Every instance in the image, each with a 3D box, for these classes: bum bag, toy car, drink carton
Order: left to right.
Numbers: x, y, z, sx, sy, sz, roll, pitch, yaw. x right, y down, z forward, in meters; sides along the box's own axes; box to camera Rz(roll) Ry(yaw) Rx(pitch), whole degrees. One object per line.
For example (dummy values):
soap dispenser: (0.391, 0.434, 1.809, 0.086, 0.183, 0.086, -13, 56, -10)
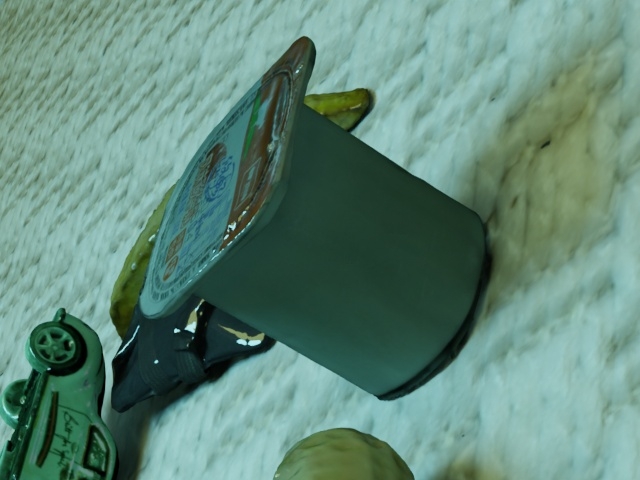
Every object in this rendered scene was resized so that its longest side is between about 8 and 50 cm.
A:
toy car: (-0.251, 0.210, 1.532, 0.136, 0.125, 0.306, 123, 164, -48)
bum bag: (-0.112, 0.073, 1.485, 0.248, 0.060, 0.123, -36, 33, 45)
drink carton: (0.000, 0.000, 1.159, 0.191, 0.189, 0.185, -43, 29, 38)

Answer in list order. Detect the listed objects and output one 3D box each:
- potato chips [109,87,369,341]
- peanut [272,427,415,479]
potato chips: (-0.099, -0.035, 1.568, 0.407, 0.080, 0.057, -44, 18, 35)
peanut: (0.012, 0.218, 0.957, 0.130, 0.130, 0.290, -49, 25, 29)
